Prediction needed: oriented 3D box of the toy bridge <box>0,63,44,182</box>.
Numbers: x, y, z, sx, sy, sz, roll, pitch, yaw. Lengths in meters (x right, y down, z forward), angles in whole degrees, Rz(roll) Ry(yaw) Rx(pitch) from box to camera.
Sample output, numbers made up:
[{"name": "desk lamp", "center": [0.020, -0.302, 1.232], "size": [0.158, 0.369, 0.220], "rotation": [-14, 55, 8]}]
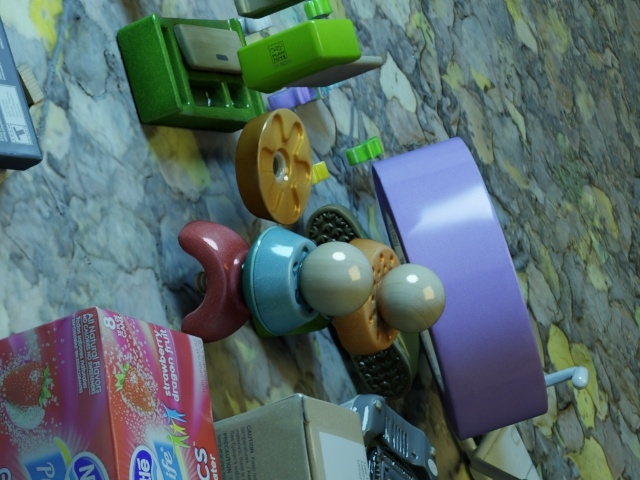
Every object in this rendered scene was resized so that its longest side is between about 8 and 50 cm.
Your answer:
[{"name": "toy bridge", "center": [-0.248, -0.067, 1.423], "size": [0.063, 0.026, 0.188], "rotation": [64, 28, -13]}]

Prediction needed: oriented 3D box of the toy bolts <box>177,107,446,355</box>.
[{"name": "toy bolts", "center": [0.000, 0.000, 1.660], "size": [0.228, 0.158, 0.218], "rotation": [-17, 104, -62]}]

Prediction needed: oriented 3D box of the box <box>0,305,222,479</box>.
[{"name": "box", "center": [-0.145, 0.188, 1.340], "size": [0.128, 0.122, 0.257], "rotation": [23, 53, -55]}]

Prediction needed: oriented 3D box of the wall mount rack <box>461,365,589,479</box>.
[{"name": "wall mount rack", "center": [0.239, 0.285, 2.005], "size": [0.350, 0.130, 0.304], "rotation": [64, 27, -12]}]

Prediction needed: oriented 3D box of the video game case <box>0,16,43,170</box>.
[{"name": "video game case", "center": [-0.307, -0.147, 1.330], "size": [0.274, 0.026, 0.196], "rotation": [3, 65, -57]}]

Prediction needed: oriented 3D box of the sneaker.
[{"name": "sneaker", "center": [0.042, 0.051, 1.870], "size": [0.192, 0.064, 0.086], "rotation": [68, 19, -7]}]

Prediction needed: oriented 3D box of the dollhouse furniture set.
[{"name": "dollhouse furniture set", "center": [-0.074, -0.264, 1.696], "size": [0.151, 0.197, 0.301], "rotation": [-5, 78, -62]}]

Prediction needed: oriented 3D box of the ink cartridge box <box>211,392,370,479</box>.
[{"name": "ink cartridge box", "center": [-0.053, 0.248, 1.397], "size": [0.088, 0.193, 0.235], "rotation": [24, 53, -56]}]

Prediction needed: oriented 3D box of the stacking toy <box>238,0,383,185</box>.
[{"name": "stacking toy", "center": [-0.017, -0.140, 1.896], "size": [0.221, 0.052, 0.167], "rotation": [-29, 101, -65]}]

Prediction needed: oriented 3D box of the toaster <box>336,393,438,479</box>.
[{"name": "toaster", "center": [0.008, 0.241, 1.571], "size": [0.129, 0.146, 0.227], "rotation": [41, 38, -44]}]

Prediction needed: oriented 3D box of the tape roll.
[{"name": "tape roll", "center": [0.130, 0.045, 1.876], "size": [0.275, 0.090, 0.275], "rotation": [162, -90, -89]}]
